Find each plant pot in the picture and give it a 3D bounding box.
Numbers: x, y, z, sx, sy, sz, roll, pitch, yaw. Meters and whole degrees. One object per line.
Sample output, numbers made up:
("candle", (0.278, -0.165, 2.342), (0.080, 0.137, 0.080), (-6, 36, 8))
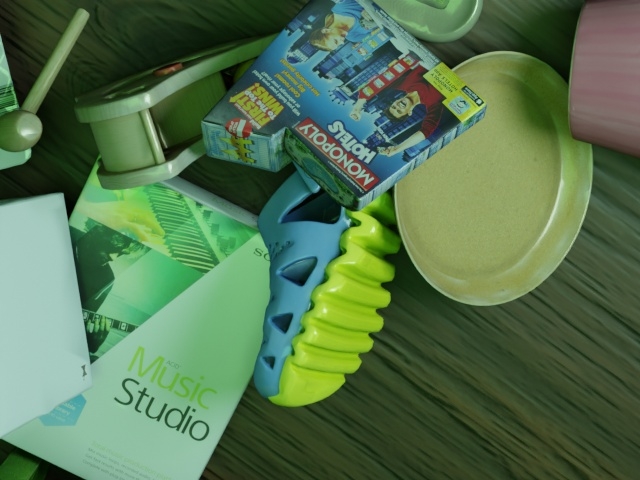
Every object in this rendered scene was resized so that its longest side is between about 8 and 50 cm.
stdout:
("plant pot", (0.322, -0.147, 1.278), (0.180, 0.201, 0.201), (7, 106, 18))
("plant pot", (0.157, -0.058, 1.329), (0.236, 0.032, 0.236), (-7, 104, -32))

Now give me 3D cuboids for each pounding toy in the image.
("pounding toy", (-0.154, -0.141, 1.274), (0.269, 0.154, 0.155), (-24, 106, -24))

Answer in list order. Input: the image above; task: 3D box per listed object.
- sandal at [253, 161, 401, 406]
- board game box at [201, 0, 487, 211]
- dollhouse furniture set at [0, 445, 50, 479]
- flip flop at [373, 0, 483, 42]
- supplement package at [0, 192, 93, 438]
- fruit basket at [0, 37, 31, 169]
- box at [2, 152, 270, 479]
("sandal", (0.000, 0.000, 1.333), (0.138, 0.126, 0.317), (13, 75, 27))
("board game box", (0.006, -0.109, 1.222), (0.194, 0.060, 0.194), (-37, 66, -17))
("dollhouse furniture set", (-0.291, 0.392, 1.464), (0.197, 0.151, 0.302), (24, 105, -3))
("flip flop", (0.021, -0.261, 1.311), (0.277, 0.080, 0.112), (26, 105, -4))
("supplement package", (-0.383, 0.074, 1.326), (0.262, 0.199, 0.198), (-6, 96, 17))
("fruit basket", (-0.461, -0.204, 1.340), (0.327, 0.165, 0.353), (-15, 88, 6))
("box", (-0.177, 0.095, 1.429), (0.232, 0.058, 0.322), (26, 103, -4))
